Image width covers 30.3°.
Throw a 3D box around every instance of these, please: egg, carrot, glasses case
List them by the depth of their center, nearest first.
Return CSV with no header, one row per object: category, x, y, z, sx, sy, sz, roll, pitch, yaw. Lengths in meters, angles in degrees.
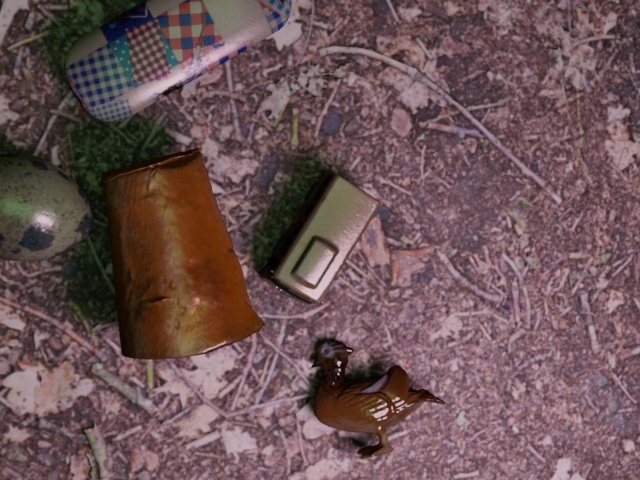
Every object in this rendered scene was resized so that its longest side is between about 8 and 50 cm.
egg,-0.386,-0.041,1.547,0.182,0.141,0.141,13,92,-22
carrot,-0.194,0.014,1.574,0.196,0.196,0.254,-13,98,-12
glasses case,-0.191,-0.279,1.603,0.327,0.076,0.125,-32,100,-9

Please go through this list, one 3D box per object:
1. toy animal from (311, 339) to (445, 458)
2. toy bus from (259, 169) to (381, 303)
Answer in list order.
toy animal,0.080,0.218,1.714,0.188,0.089,0.179,-14,83,-6
toy bus,0.000,0.000,1.659,0.091,0.103,0.182,32,88,-13
